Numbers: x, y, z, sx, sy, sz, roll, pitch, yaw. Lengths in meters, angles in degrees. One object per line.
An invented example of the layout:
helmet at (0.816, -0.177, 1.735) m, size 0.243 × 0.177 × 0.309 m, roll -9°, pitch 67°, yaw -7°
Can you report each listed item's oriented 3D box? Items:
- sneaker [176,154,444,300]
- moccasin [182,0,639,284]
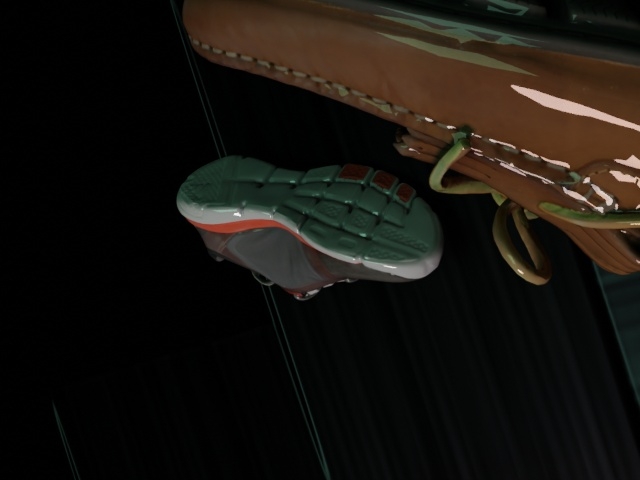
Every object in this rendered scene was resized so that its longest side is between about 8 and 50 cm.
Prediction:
sneaker at (0.000, 0.000, 0.935) m, size 0.158 × 0.061 × 0.065 m, roll 16°, pitch 139°, yaw 36°
moccasin at (0.127, -0.042, 0.714) m, size 0.380 × 0.139 × 0.147 m, roll 14°, pitch 124°, yaw 4°
